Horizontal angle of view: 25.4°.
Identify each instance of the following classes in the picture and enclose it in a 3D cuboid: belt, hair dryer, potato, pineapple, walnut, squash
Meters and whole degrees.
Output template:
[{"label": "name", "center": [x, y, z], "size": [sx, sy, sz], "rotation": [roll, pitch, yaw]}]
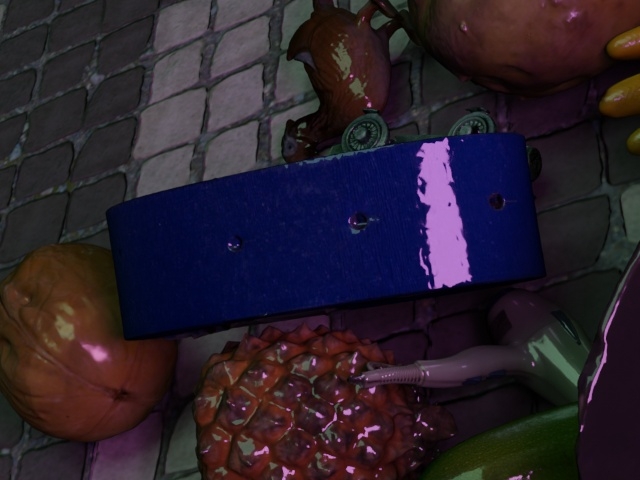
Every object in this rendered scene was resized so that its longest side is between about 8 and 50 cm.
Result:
[{"label": "belt", "center": [0.000, 0.000, 1.085], "size": [0.347, 0.212, 0.117], "rotation": [-11, 86, 28]}, {"label": "hair dryer", "center": [0.139, 0.108, 0.990], "size": [0.167, 0.067, 0.199], "rotation": [37, 36, 31]}, {"label": "potato", "center": [0.175, -0.250, 1.218], "size": [0.237, 0.301, 0.288], "rotation": [-50, 7, 12]}, {"label": "pineapple", "center": [0.005, 0.141, 1.042], "size": [0.193, 0.166, 0.166], "rotation": [-5, 49, 11]}, {"label": "walnut", "center": [-0.210, 0.089, 1.246], "size": [0.165, 0.165, 0.197], "rotation": [-47, 42, -10]}, {"label": "squash", "center": [0.198, 0.139, 0.925], "size": [0.293, 0.082, 0.082], "rotation": [-15, 42, -4]}]

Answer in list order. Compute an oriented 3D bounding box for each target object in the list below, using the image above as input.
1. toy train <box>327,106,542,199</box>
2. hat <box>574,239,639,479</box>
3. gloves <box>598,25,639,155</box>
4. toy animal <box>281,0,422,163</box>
[{"label": "toy train", "center": [0.088, -0.042, 1.213], "size": [0.200, 0.083, 0.132], "rotation": [2, 66, 37]}, {"label": "hat", "center": [0.330, 0.060, 0.859], "size": [0.366, 0.257, 0.381], "rotation": [34, 97, 15]}, {"label": "gloves", "center": [0.355, -0.137, 1.064], "size": [0.294, 0.116, 0.133], "rotation": [-20, 78, 19]}, {"label": "toy animal", "center": [0.009, -0.170, 1.384], "size": [0.179, 0.089, 0.188], "rotation": [-45, 44, 16]}]
